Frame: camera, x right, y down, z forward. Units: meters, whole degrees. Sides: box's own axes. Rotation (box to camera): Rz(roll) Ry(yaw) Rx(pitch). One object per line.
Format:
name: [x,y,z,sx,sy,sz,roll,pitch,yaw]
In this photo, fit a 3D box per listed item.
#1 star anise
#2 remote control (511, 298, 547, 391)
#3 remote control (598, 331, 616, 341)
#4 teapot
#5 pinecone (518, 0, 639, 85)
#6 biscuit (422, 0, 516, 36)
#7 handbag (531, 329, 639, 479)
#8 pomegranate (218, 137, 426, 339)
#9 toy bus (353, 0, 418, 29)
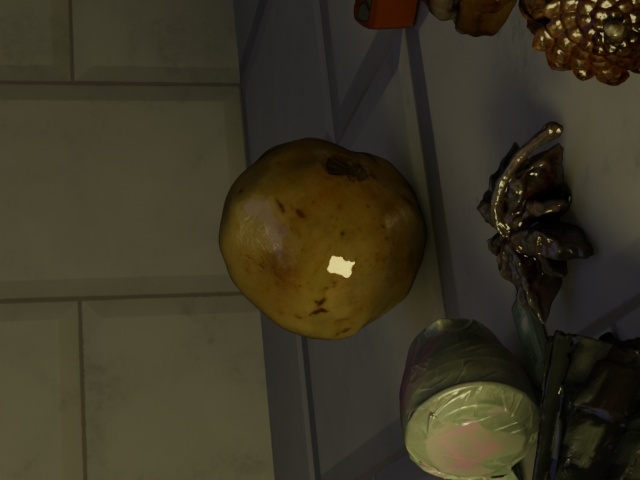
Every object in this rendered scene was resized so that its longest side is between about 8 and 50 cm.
star anise: [0.239,-0.028,1.318,0.209,0.089,0.231,-151,49,-66]
remote control: [0.259,0.121,1.395,0.053,0.018,0.124,104,159,-52]
remote control: [0.291,0.208,1.262,0.063,0.025,0.245,-102,17,-52]
teapot: [0.198,0.197,1.417,0.163,0.222,0.178,-46,28,26]
pinecone: [0.262,-0.233,1.057,0.173,0.174,0.173,179,90,-77]
biscuit: [0.200,-0.362,1.150,0.332,0.103,0.332,-63,-7,-13]
handbag: [0.298,0.241,0.972,0.325,0.163,0.326,165,111,-73]
pomegranate: [0.000,0.000,1.818,0.332,0.333,0.332,179,90,-77]
toy bus: [0.124,-0.511,1.747,0.092,0.093,0.408,-118,29,-48]
